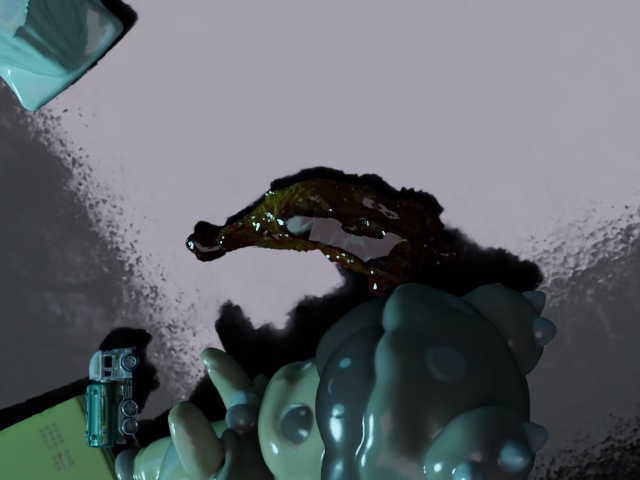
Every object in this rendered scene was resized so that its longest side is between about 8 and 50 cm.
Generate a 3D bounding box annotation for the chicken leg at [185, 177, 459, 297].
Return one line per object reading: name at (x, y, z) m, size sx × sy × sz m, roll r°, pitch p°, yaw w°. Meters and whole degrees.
chicken leg at (0.003, -0.006, 1.284) m, size 0.219 × 0.048 × 0.089 m, roll 10°, pitch 102°, yaw 2°

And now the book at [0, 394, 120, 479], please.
book at (-0.309, 0.308, 1.349) m, size 0.352 × 0.035 × 0.239 m, roll -25°, pitch 86°, yaw 2°

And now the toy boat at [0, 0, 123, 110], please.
toy boat at (-0.283, -0.236, 1.222) m, size 0.199 × 0.100 × 0.290 m, roll -41°, pitch 96°, yaw 13°

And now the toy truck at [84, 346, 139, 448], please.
toy truck at (-0.173, 0.130, 1.323) m, size 0.044 × 0.039 × 0.083 m, roll 1°, pitch 82°, yaw -15°

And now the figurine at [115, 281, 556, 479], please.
figurine at (0.007, 0.166, 1.250) m, size 0.380 × 0.248 × 0.203 m, roll -21°, pitch 112°, yaw 22°
